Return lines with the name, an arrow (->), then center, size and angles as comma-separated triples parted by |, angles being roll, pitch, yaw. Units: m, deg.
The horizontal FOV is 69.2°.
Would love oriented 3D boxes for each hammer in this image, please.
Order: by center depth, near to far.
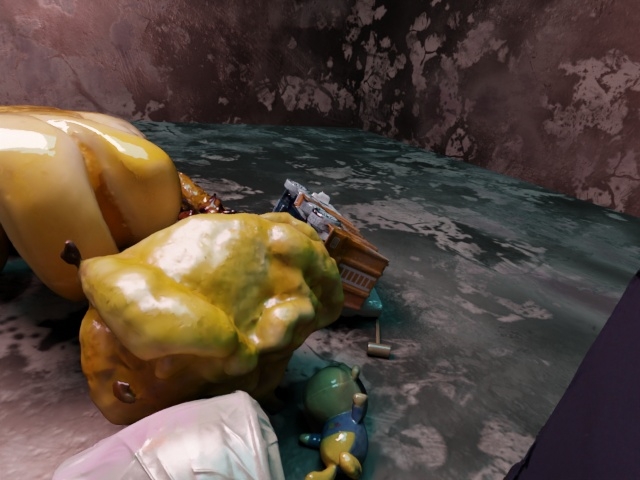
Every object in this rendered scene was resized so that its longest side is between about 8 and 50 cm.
hammer -> 0.095, 0.158, 0.767 | 0.036, 0.019, 0.110 | 9, 16, 4

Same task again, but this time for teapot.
teapot -> -0.129, 0.203, 0.384 | 0.178, 0.163, 0.221 | -6, 23, -18

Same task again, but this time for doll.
doll -> 0.017, 0.203, 0.542 | 0.089, 0.102, 0.179 | 49, 15, -10

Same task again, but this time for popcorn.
popcorn -> -0.125, 0.092, 0.555 | 0.297, 0.280, 0.316 | -32, 1, 45

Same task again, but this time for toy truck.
toy truck -> 0.000, 0.000, 0.860 | 0.162, 0.136, 0.305 | 24, 13, -23

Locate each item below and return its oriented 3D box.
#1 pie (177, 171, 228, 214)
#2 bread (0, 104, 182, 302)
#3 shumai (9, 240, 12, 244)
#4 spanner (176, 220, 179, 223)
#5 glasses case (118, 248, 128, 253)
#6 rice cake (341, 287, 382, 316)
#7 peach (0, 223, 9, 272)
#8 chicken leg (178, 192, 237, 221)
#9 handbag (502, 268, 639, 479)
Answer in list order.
pie -> -0.234, -0.056, 0.976 | 0.274, 0.069, 0.273 | 31, -12, 8
bread -> -0.386, -0.100, 0.675 | 0.245, 0.329, 0.424 | -48, 37, -16
shumai -> -0.607, -0.089, 0.999 | 0.347, 0.217, 0.282 | -15, 56, 21
spanner -> -0.468, -0.068, 1.086 | 0.325, 0.040, 0.096 | 9, 3, 29
glasses case -> -0.386, 0.022, 0.911 | 0.103, 0.070, 0.193 | 27, 6, -34
rice cake -> 0.057, 0.081, 0.908 | 0.080, 0.042, 0.221 | -2, 25, -6
peach -> -0.597, 0.003, 0.712 | 0.198, 0.197, 0.197 | 6, 22, -2
chicken leg -> -0.231, 0.014, 0.867 | 0.096, 0.158, 0.407 | -49, 24, -25
handbag -> 0.240, 0.201, 0.288 | 0.119, 0.325, 0.269 | 14, 24, 0
